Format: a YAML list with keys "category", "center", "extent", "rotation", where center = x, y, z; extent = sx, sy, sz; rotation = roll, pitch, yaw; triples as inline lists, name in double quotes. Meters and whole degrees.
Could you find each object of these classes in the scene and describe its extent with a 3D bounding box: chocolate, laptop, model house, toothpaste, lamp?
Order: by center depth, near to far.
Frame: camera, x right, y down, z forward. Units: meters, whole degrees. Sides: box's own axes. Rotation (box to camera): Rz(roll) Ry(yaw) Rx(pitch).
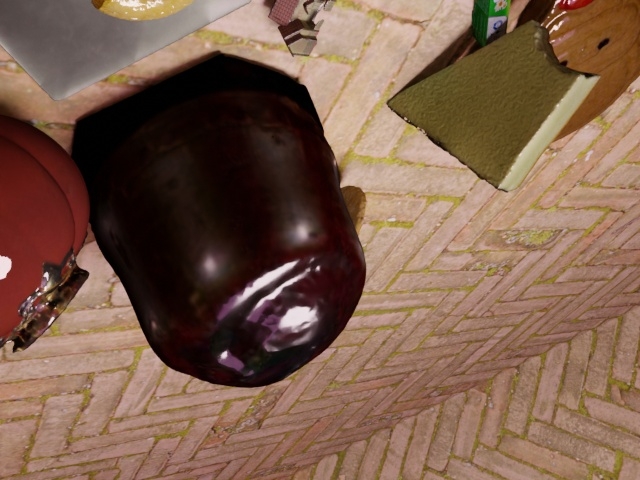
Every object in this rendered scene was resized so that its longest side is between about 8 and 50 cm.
- category: "laptop"
  center: [-0.217, -0.265, 0.666]
  extent: [0.269, 0.015, 0.187]
  rotation: [-26, 149, 3]
- category: "lamp"
  center: [-0.391, 0.003, 0.688]
  extent: [0.257, 0.303, 0.303]
  rotation: [41, 116, -19]
- category: "model house"
  center: [-0.028, -0.268, 0.758]
  extent: [0.058, 0.057, 0.083]
  rotation: [-5, 146, -38]
- category: "chocolate"
  center: [-0.117, 0.016, 0.843]
  extent: [0.383, 0.331, 0.384]
  rotation: [-14, 143, -11]
- category: "toothpaste"
  center: [0.230, -0.335, 0.853]
  extent: [0.037, 0.043, 0.178]
  rotation: [-26, 150, -4]

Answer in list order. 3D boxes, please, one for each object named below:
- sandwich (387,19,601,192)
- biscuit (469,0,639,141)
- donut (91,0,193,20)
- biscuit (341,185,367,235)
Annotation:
- category: "sandwich"
  center: [0.241, -0.215, 0.905]
  extent: [0.063, 0.245, 0.212]
  rotation: [13, 117, -49]
- category: "biscuit"
  center: [0.389, -0.281, 1.037]
  extent: [0.359, 0.074, 0.381]
  rotation: [-27, 153, 0]
- category: "donut"
  center: [-0.162, -0.285, 0.592]
  extent: [0.146, 0.078, 0.181]
  rotation: [-13, 147, -13]
- category: "biscuit"
  center: [-0.001, -0.001, 1.063]
  extent: [0.033, 0.220, 0.220]
  rotation: [34, 120, -23]
